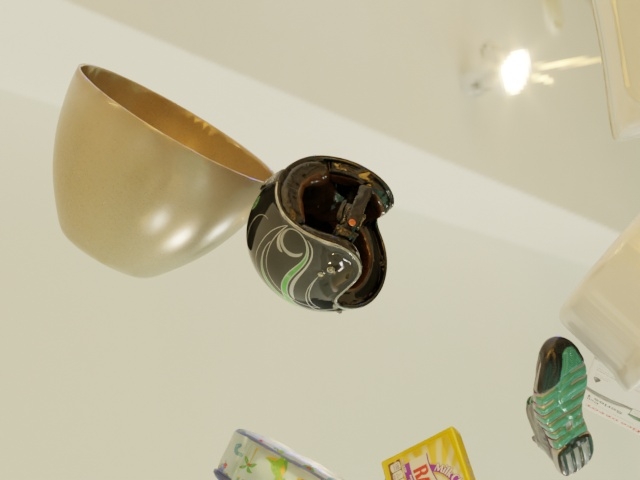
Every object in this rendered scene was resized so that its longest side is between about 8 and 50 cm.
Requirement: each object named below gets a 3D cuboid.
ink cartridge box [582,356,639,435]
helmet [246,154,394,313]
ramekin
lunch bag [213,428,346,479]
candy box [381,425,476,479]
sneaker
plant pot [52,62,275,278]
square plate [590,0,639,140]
[{"bbox_3d":[0.508,0.225,1.921,0.092,0.160,0.219,-57,-18,-21],"label":"ink cartridge box"},{"bbox_3d":[0.000,0.000,1.360,0.161,0.169,0.169,108,177,-53],"label":"helmet"},{"bbox_3d":[0.428,0.046,1.528,0.135,0.277,0.277,41,-155,12],"label":"ramekin"},{"bbox_3d":[-0.018,0.336,1.596,0.090,0.219,0.176,-63,-31,-4],"label":"lunch bag"},{"bbox_3d":[0.143,0.328,1.414,0.027,0.105,0.206,45,-159,-47],"label":"candy box"},{"bbox_3d":[0.300,0.211,1.614,0.083,0.098,0.223,-25,-57,-21],"label":"sneaker"},{"bbox_3d":[-0.219,-0.065,1.504,0.191,0.284,0.284,-59,-28,9],"label":"plant pot"},{"bbox_3d":[0.619,-0.365,1.998,0.049,0.347,0.344,-1,-99,-60],"label":"square plate"}]
